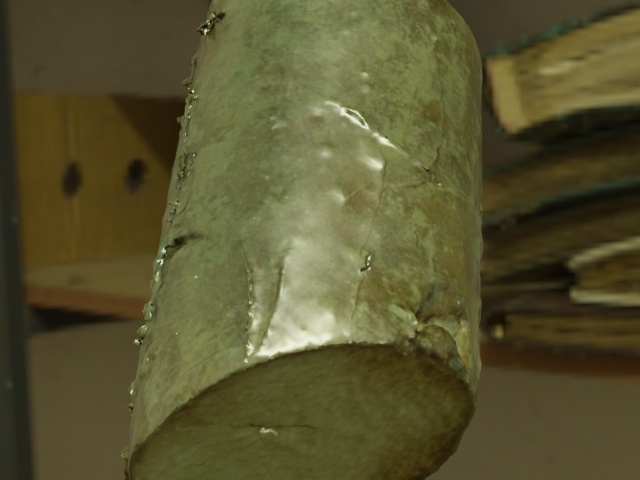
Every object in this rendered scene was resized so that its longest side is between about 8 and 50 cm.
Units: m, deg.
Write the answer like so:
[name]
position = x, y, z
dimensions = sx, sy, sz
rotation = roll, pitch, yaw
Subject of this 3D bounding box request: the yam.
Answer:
[yam]
position = 0.000, 0.000, 0.822
dimensions = 0.168, 0.304, 0.168
rotation = 3, -40, 2
